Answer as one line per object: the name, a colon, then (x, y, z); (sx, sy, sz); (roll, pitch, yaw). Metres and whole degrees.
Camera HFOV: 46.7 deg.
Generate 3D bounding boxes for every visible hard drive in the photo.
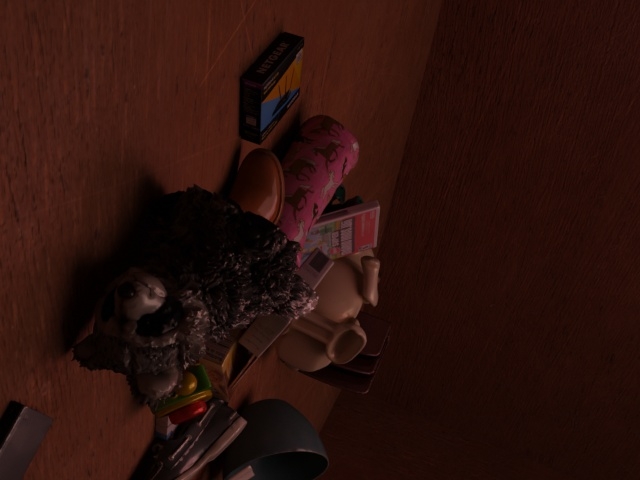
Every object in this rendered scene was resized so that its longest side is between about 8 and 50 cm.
hard drive: (-0.396, 0.277, 0.936); (0.094, 0.022, 0.135); (82, 31, -67)

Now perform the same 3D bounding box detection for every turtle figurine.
turtle figurine: (-0.017, -0.054, 1.792); (0.175, 0.234, 0.118); (11, 58, -51)

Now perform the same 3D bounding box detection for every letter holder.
letter holder: (0.039, 0.318, 2.279); (0.152, 0.302, 0.214); (87, 26, -61)

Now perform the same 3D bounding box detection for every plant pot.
plant pot: (-0.139, 0.558, 2.062); (0.290, 0.291, 0.195); (94, -16, -52)

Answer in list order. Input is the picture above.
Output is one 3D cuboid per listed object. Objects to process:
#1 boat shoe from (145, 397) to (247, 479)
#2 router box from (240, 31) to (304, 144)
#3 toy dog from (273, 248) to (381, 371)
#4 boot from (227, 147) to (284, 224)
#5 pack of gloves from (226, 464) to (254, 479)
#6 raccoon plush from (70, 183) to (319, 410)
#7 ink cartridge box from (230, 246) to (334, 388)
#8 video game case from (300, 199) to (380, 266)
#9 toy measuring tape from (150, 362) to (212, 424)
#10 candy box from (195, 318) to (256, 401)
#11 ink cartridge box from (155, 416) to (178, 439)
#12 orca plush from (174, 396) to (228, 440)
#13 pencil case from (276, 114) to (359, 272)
boat shoe: (-0.292, 0.442, 1.496); (0.319, 0.099, 0.116); (-38, 166, -34)
router box: (-0.088, -0.279, 1.356); (0.133, 0.046, 0.178); (97, 18, -46)
toy dog: (0.040, 0.155, 2.092); (0.395, 0.285, 0.407); (98, 15, -46)
boot: (-0.170, -0.028, 1.316); (0.283, 0.109, 0.220); (-65, 166, 14)
pack of gloves: (-0.258, 0.697, 1.931); (0.232, 0.046, 0.195); (-32, 148, -16)
raccoon plush: (-0.147, 0.130, 1.115); (0.446, 0.216, 0.299); (42, 69, -45)
ink cartridge box: (-0.096, 0.161, 1.587); (0.239, 0.060, 0.275); (-49, -179, 32)
video game case: (0.000, 0.000, 1.759); (0.204, 0.285, 0.025); (87, -15, -62)
toy measuring tape: (-0.266, 0.287, 1.390); (0.330, 0.122, 0.121); (120, -6, -71)
candy box: (-0.171, 0.169, 1.614); (0.182, 0.088, 0.316); (92, 21, -54)
ink cartridge box: (-0.301, 0.347, 1.463); (0.048, 0.028, 0.083); (-54, 160, -53)
orca plush: (-0.254, 0.421, 1.616); (0.151, 0.102, 0.287); (98, 17, -45)
pencil case: (-0.044, -0.100, 1.583); (0.167, 0.160, 0.386); (-32, -156, 49)
